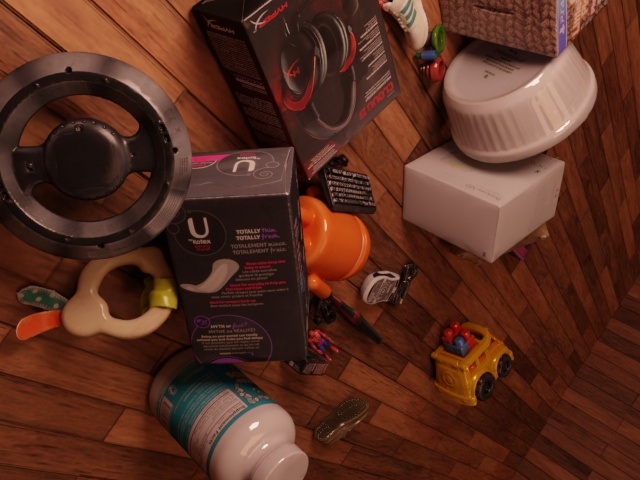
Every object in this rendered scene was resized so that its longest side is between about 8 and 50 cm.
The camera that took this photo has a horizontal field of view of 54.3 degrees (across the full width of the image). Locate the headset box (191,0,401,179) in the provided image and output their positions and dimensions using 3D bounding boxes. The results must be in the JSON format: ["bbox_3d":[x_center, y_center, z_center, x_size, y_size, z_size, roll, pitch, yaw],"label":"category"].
[{"bbox_3d":[-0.013,-0.248,0.877,0.218,0.110,0.293,-44,139,-19],"label":"headset box"}]

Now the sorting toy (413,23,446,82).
[{"bbox_3d":[0.195,-0.333,1.116,0.061,0.042,0.102,-32,124,-52],"label":"sorting toy"}]

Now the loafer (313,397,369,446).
[{"bbox_3d":[0.049,0.415,1.426,0.148,0.056,0.050,-29,134,-19],"label":"loafer"}]

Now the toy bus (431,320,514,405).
[{"bbox_3d":[0.402,0.297,1.684,0.220,0.149,0.211,-35,120,-31],"label":"toy bus"}]

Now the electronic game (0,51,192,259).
[{"bbox_3d":[-0.258,-0.090,0.690,0.229,0.048,0.229,-3,103,-15],"label":"electronic game"}]

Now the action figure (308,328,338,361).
[{"bbox_3d":[0.003,0.208,1.260,0.038,0.030,0.115,-47,139,-8],"label":"action figure"}]

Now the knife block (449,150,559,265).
[{"bbox_3d":[0.413,-0.100,1.420,0.276,0.242,0.088,-27,145,33],"label":"knife block"}]

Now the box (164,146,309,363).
[{"bbox_3d":[-0.106,0.023,0.863,0.165,0.143,0.270,-3,123,2],"label":"box"}]

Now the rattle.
[{"bbox_3d":[-0.297,0.085,0.848,0.200,0.143,0.130,-25,100,-16],"label":"rattle"}]

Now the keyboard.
[{"bbox_3d":[0.045,-0.099,1.054,0.023,0.108,0.180,-24,170,24],"label":"keyboard"}]

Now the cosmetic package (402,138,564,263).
[{"bbox_3d":[0.321,-0.099,1.250,0.225,0.224,0.138,-32,135,-31],"label":"cosmetic package"}]

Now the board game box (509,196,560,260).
[{"bbox_3d":[0.508,-0.092,1.607,0.347,0.056,0.208,31,85,-52],"label":"board game box"}]

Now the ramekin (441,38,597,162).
[{"bbox_3d":[0.348,-0.282,1.143,0.273,0.273,0.127,-51,129,-10],"label":"ramekin"}]

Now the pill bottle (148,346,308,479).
[{"bbox_3d":[-0.139,0.286,0.961,0.146,0.264,0.146,-27,132,-34],"label":"pill bottle"}]

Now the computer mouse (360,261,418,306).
[{"bbox_3d":[0.135,0.093,1.321,0.193,0.042,0.106,6,114,-55],"label":"computer mouse"}]

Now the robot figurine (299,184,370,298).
[{"bbox_3d":[-0.001,0.002,1.040,0.128,0.158,0.219,-42,147,22],"label":"robot figurine"}]

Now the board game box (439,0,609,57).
[{"bbox_3d":[0.379,-0.476,1.063,0.291,0.232,0.141,-45,140,-17],"label":"board game box"}]

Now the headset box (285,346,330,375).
[{"bbox_3d":[-0.027,0.234,1.214,0.083,0.062,0.032,16,102,-50],"label":"headset box"}]

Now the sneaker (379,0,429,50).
[{"bbox_3d":[0.127,-0.375,1.004,0.075,0.057,0.161,-27,135,-12],"label":"sneaker"}]

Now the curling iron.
[{"bbox_3d":[0.058,0.168,1.288,0.068,0.035,0.274,-55,141,0],"label":"curling iron"}]
